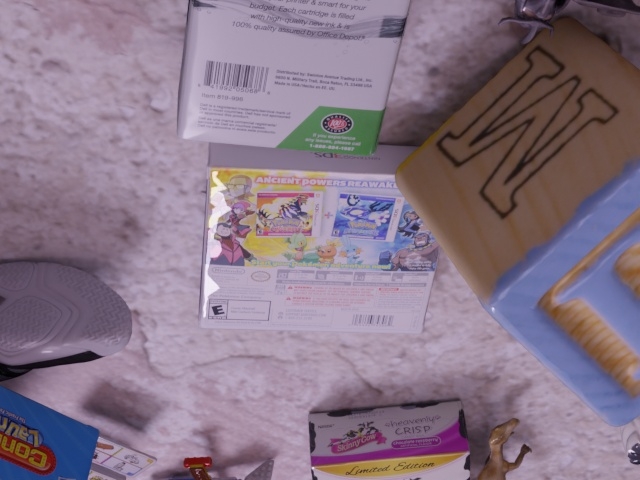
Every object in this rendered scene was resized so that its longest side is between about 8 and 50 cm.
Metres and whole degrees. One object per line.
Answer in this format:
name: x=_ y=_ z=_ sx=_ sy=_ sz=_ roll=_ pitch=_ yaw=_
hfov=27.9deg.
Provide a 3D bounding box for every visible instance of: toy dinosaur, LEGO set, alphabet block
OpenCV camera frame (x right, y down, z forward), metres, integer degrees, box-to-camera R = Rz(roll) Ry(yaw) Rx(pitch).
toy dinosaur: x=0.175 y=0.257 z=1.312 sx=0.053 sy=0.092 sz=0.183 roll=14 pitch=103 yaw=32
LEGO set: x=-0.171 y=0.258 z=1.338 sx=0.244 sy=0.060 sz=0.182 roll=27 pitch=137 yaw=-25
alphabet block: x=0.204 y=-0.016 z=0.971 sx=0.193 sy=0.197 sz=0.192 roll=-42 pitch=125 yaw=8

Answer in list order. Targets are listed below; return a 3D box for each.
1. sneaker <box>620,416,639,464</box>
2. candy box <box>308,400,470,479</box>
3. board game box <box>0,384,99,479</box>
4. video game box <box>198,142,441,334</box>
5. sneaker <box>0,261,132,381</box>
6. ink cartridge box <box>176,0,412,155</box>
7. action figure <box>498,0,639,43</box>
sneaker: x=0.391 y=0.153 z=1.235 sx=0.275 sy=0.110 sz=0.107 roll=9 pitch=151 yaw=-36
candy box: x=0.075 y=0.272 z=1.338 sx=0.159 sy=0.071 sz=0.233 roll=-6 pitch=132 yaw=1
board game box: x=-0.401 y=0.202 z=1.110 sx=0.302 sy=0.086 sz=0.308 roll=29 pitch=132 yaw=-23
video game box: x=0.000 y=0.000 z=1.099 sx=0.205 sy=0.048 sz=0.187 roll=2 pitch=134 yaw=-7
sneaker: x=-0.292 y=0.103 z=1.137 sx=0.268 sy=0.101 sz=0.153 roll=0 pitch=133 yaw=3
ink cartridge box: x=-0.017 y=-0.170 z=0.914 sx=0.153 sy=0.087 sz=0.208 roll=5 pitch=132 yaw=-9
action figure: x=0.193 y=-0.243 z=0.862 sx=0.185 sy=0.099 sz=0.285 roll=9 pitch=134 yaw=-19
